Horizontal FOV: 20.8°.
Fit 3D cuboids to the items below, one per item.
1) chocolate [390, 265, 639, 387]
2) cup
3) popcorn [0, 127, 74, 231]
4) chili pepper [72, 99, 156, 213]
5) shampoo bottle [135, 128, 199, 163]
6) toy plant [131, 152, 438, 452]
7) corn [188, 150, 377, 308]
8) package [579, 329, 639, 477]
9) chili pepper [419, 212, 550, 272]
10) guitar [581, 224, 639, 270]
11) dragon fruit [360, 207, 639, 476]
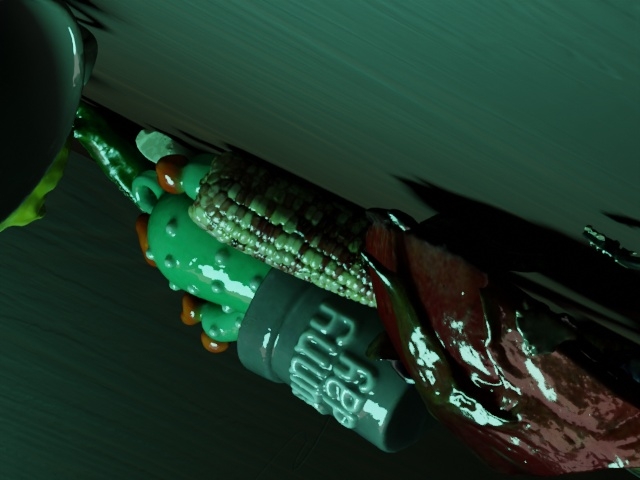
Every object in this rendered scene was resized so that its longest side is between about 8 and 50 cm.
[{"bbox_3d":[0.219,0.120,1.488,0.343,0.148,0.126,22,-158,36],"label":"chocolate"},{"bbox_3d":[-0.274,-0.132,1.145,0.234,0.186,0.258,34,-152,26],"label":"cup"},{"bbox_3d":[-0.352,-0.100,1.556,0.266,0.233,0.192,-4,-157,-38],"label":"popcorn"},{"bbox_3d":[-0.202,-0.085,1.916,0.216,0.062,0.108,32,-147,-30],"label":"chili pepper"},{"bbox_3d":[-0.143,-0.083,1.872,0.049,0.034,0.141,18,174,30],"label":"shampoo bottle"},{"bbox_3d":[-0.039,0.041,1.774,0.400,0.185,0.279,35,170,24],"label":"toy plant"},{"bbox_3d":[0.000,0.000,1.620,0.253,0.086,0.086,25,177,1],"label":"corn"},{"bbox_3d":[0.301,0.162,1.692,0.288,0.108,0.223,29,175,-1],"label":"package"},{"bbox_3d":[0.108,0.000,1.268,0.118,0.035,0.055,10,180,41],"label":"chili pepper"},{"bbox_3d":[0.193,0.013,0.849,0.088,0.025,0.233,27,178,-23],"label":"guitar"},{"bbox_3d":[0.117,0.093,1.263,0.282,0.100,0.343,44,172,-3],"label":"dragon fruit"}]
